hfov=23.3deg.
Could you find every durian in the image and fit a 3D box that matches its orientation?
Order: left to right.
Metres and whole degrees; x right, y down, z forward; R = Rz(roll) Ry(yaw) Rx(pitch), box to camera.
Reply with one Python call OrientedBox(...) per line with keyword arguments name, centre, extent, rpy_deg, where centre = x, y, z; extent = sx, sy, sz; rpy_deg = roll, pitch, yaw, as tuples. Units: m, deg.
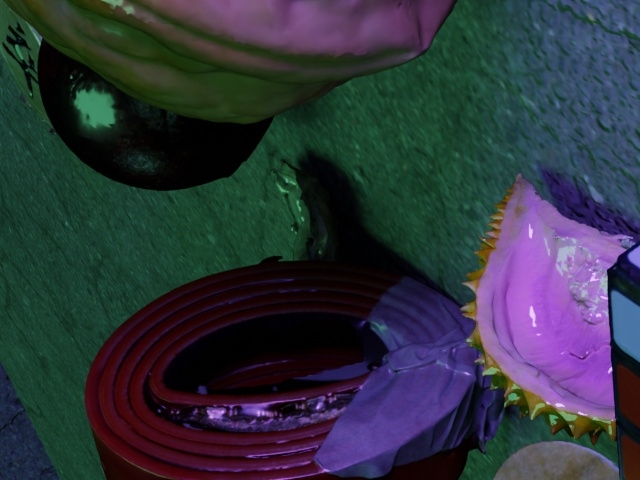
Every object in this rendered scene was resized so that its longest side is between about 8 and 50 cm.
OrientedBox(name="durian", centre=(0.173, 0.053, 0.962), extent=(0.182, 0.165, 0.132), rpy_deg=(22, 114, 9))

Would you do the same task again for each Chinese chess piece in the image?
OrientedBox(name="Chinese chess piece", centre=(-0.281, -0.205, 1.620), extent=(0.188, 0.083, 0.188), rpy_deg=(49, 159, 27))

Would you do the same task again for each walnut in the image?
OrientedBox(name="walnut", centre=(-0.059, -0.223, 0.842), extent=(0.344, 0.306, 0.306), rpy_deg=(45, 157, 12))

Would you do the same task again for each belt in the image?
OrientedBox(name="belt", centre=(-0.019, 0.126, 1.235), extent=(0.115, 0.324, 0.227), rpy_deg=(85, 173, -47))

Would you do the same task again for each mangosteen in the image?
OrientedBox(name="mangosteen", centre=(-0.122, -0.138, 1.232), extent=(0.210, 0.210, 0.210), rpy_deg=(46, 156, 28))

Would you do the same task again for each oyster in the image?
OrientedBox(name="oyster", centre=(-0.003, -0.001, 1.337), extent=(0.108, 0.053, 0.165), rpy_deg=(48, 160, 45))

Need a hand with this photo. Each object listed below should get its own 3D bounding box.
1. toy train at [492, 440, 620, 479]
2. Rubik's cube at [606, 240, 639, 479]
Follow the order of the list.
OrientedBox(name="toy train", centre=(0.204, 0.229, 0.973), extent=(0.189, 0.126, 0.307), rpy_deg=(26, 174, 34))
OrientedBox(name="Rubik's cube", centre=(0.245, 0.063, 0.731), extent=(0.163, 0.162, 0.160), rpy_deg=(39, 153, 42))
